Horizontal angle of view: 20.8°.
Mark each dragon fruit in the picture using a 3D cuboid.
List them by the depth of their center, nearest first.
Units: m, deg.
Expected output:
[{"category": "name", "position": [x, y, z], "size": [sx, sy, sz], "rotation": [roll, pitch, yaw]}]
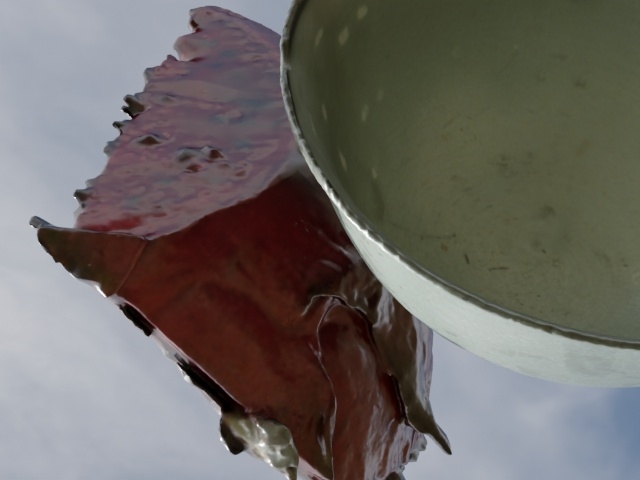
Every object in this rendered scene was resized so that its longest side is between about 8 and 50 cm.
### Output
[{"category": "dragon fruit", "position": [0.000, 0.000, 0.996], "size": [0.282, 0.100, 0.343], "rotation": [51, -156, -19]}]

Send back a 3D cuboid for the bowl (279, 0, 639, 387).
[{"category": "bowl", "position": [0.127, -0.024, 0.864], "size": [0.313, 0.146, 0.313], "rotation": [5, -132, -6]}]
